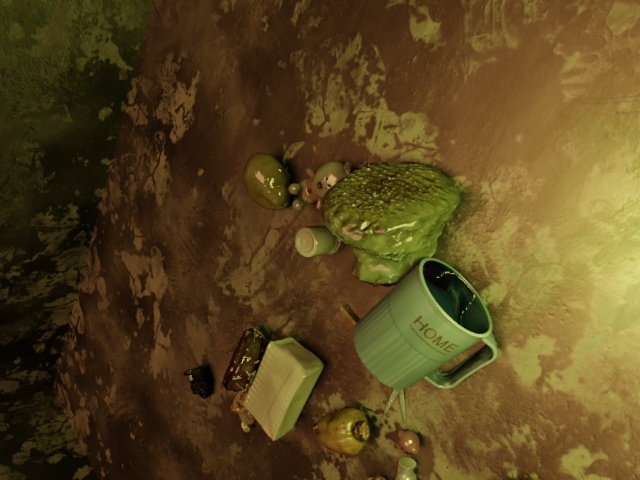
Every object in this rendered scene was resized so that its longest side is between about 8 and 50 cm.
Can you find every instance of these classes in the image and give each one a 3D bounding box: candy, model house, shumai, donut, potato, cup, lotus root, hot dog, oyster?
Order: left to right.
[{"bbox_3d":[-0.563,0.660,2.109,0.106,0.165,0.152,-26,78,20],"label":"model house"},{"bbox_3d":[-0.306,0.481,1.828,0.103,0.270,0.270,25,115,-8],"label":"donut"},{"bbox_3d":[-0.318,0.725,1.953,0.163,0.081,0.191,-15,88,34],"label":"oyster"},{"bbox_3d":[-0.201,-0.220,1.729,0.235,0.160,0.178,54,163,6],"label":"potato"},{"bbox_3d":[-0.143,0.561,1.755,0.208,0.145,0.359,37,115,32],"label":"candy"},{"bbox_3d":[0.083,0.659,1.587,0.256,0.140,0.155,-18,53,46],"label":"lotus root"},{"bbox_3d":[0.100,0.268,1.605,0.090,0.030,0.034,48,122,26],"label":"hot dog"},{"bbox_3d":[0.207,-0.028,1.353,0.324,0.397,0.324,46,153,48],"label":"shumai"},{"bbox_3d":[0.302,0.253,1.314,0.311,0.331,0.257,-47,40,31],"label":"cup"}]

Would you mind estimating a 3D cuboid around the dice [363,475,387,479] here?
[{"bbox_3d":[0.186,0.864,1.548,0.091,0.094,0.093,-25,79,41],"label":"dice"}]

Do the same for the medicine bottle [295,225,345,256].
[{"bbox_3d":[0.000,0.000,1.573,0.105,0.168,0.105,5,97,39],"label":"medicine bottle"}]

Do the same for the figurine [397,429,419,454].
[{"bbox_3d":[0.283,0.645,1.467,0.067,0.071,0.083,-39,73,-11],"label":"figurine"}]

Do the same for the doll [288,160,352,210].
[{"bbox_3d":[0.016,-0.197,1.589,0.274,0.113,0.155,-21,89,31],"label":"doll"}]

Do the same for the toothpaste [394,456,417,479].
[{"bbox_3d":[0.272,0.847,1.494,0.096,0.061,0.266,3,98,-3],"label":"toothpaste"}]

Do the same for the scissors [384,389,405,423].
[{"bbox_3d":[0.261,0.477,1.505,0.144,0.017,0.248,15,105,38],"label":"scissors"}]
